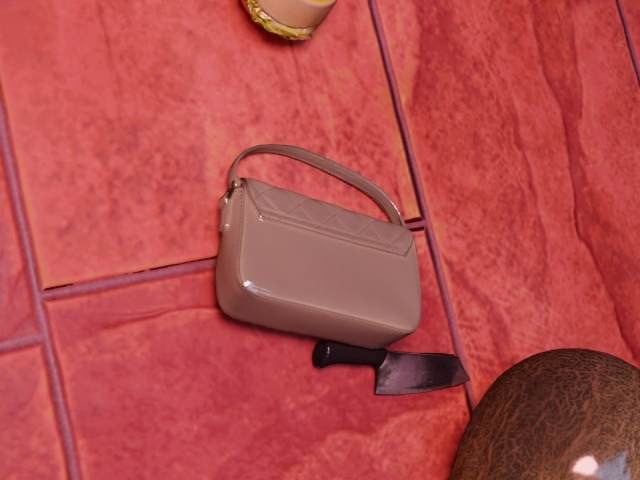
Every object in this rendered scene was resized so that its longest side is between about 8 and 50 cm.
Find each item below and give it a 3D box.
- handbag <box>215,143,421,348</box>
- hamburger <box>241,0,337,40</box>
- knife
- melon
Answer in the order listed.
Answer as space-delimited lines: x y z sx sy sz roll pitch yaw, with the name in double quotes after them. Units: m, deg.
0.000 0.000 0.918 0.256 0.079 0.219 17 57 -26 "handbag"
-0.041 -0.300 0.951 0.126 0.081 0.141 21 58 -27 "hamburger"
0.091 0.156 0.964 0.230 0.028 0.060 9 87 -31 "knife"
0.273 0.277 0.908 0.248 0.248 0.329 39 68 -17 "melon"
